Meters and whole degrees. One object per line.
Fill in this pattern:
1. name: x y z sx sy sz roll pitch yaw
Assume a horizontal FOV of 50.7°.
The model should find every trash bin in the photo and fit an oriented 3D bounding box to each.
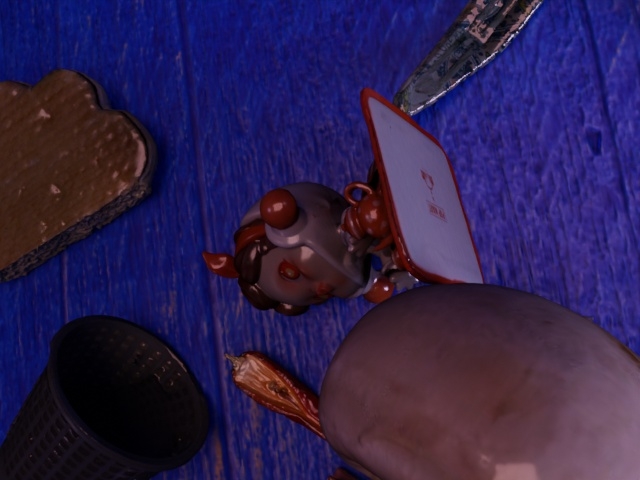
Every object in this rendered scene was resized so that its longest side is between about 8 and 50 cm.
1. trash bin: -0.227 0.187 0.668 0.161 0.175 0.175 -44 74 20

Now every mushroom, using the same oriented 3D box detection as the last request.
1. mushroom: 0.108 0.187 0.461 0.297 0.297 0.290 33 74 17

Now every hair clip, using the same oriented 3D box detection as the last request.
1. hair clip: 0.150 -0.203 0.644 0.066 0.036 0.229 42 91 12

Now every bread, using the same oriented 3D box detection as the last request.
1. bread: -0.319 -0.087 0.767 0.286 0.056 0.208 -25 81 13

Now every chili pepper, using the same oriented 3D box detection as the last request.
1. chili pepper: -0.022 0.159 0.667 0.178 0.027 0.045 31 98 18

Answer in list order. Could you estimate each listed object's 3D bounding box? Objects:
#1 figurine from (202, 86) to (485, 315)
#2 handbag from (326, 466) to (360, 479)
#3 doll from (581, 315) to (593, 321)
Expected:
1. figurine: 0.000 0.000 0.612 0.226 0.183 0.160 -21 70 27
2. handbag: 0.072 0.321 0.605 0.212 0.059 0.157 26 93 19
3. doll: 0.268 0.173 0.562 0.113 0.057 0.228 -10 79 33
